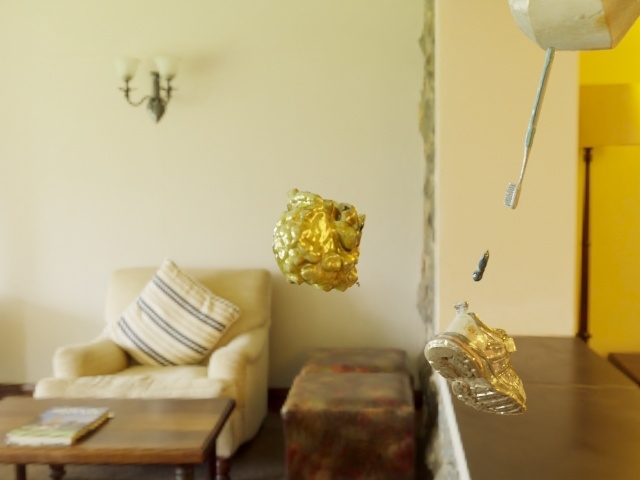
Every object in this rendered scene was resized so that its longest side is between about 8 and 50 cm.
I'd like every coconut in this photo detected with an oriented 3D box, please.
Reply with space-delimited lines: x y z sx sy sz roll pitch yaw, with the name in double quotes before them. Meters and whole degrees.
"coconut" 0.580 -0.567 1.619 0.322 0.323 0.323 0 4 0

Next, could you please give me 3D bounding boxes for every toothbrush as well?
"toothbrush" 0.214 -0.114 0.755 0.014 0.167 0.011 21 16 35

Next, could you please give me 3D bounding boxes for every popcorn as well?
"popcorn" 0.000 0.000 1.433 0.169 0.189 0.218 10 -5 24

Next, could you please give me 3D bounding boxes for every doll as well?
"doll" 0.440 0.069 2.013 0.027 0.125 0.037 29 52 21

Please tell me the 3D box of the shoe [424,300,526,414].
"shoe" 0.221 0.165 1.015 0.180 0.092 0.089 44 -36 -23
